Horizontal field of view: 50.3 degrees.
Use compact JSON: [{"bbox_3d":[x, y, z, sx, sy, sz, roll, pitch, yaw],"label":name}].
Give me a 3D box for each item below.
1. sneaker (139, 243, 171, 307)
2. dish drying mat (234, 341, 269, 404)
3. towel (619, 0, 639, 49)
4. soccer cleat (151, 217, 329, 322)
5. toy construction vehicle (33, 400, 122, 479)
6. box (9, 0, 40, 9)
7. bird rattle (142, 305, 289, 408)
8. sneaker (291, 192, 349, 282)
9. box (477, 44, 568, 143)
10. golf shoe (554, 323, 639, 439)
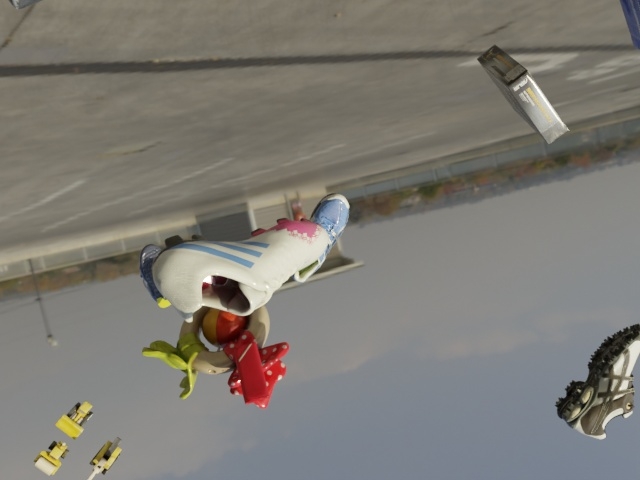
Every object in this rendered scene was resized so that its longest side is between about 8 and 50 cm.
[{"bbox_3d":[-0.325,0.064,1.324,0.053,0.144,0.059,-27,-139,-26],"label":"sneaker"},{"bbox_3d":[-0.090,0.169,0.874,0.032,0.083,0.008,-17,139,-3],"label":"dish drying mat"},{"bbox_3d":[0.679,-0.375,1.249,0.040,0.336,0.243,-42,136,8],"label":"towel"},{"bbox_3d":[-0.103,0.055,1.082,0.331,0.143,0.116,-10,141,-39],"label":"soccer cleat"},{"bbox_3d":[-0.284,0.245,0.816,0.035,0.086,0.098,-48,-177,35],"label":"toy construction vehicle"},{"bbox_3d":[-0.218,-0.403,0.570,0.296,0.294,0.182,-39,174,-31],"label":"box"},{"bbox_3d":[-0.166,0.168,1.162,0.254,0.206,0.143,-10,139,26],"label":"bird rattle"},{"bbox_3d":[0.000,0.000,1.414,0.080,0.211,0.081,23,-159,-10],"label":"sneaker"},{"bbox_3d":[0.466,-0.343,1.582,0.056,0.183,0.231,-38,-154,16],"label":"box"},{"bbox_3d":[0.465,0.224,1.078,0.198,0.094,0.077,-54,174,9],"label":"golf shoe"}]
